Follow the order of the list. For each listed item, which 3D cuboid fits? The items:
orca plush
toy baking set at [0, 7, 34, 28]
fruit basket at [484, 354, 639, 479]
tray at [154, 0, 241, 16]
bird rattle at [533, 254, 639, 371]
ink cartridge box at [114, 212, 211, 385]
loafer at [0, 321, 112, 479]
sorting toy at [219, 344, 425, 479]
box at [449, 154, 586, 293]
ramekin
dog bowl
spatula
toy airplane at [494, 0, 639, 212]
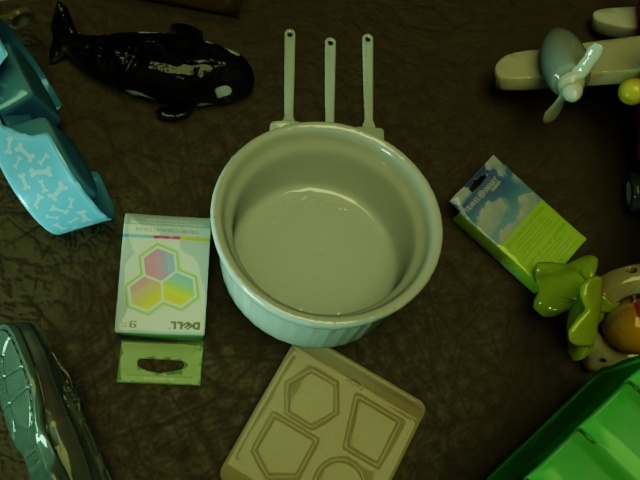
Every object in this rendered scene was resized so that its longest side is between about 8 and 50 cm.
[{"bbox_3d":[-0.232,-0.267,0.971,0.287,0.102,0.151,25,72,-1],"label":"orca plush"},{"bbox_3d":[-0.465,-0.258,0.884,0.256,0.197,0.030,-29,86,-16],"label":"toy baking set"},{"bbox_3d":[0.379,0.361,0.798,0.393,0.283,0.391,1,71,-4],"label":"fruit basket"},{"bbox_3d":[-0.192,-0.550,1.076,0.203,0.076,0.410,9,74,-6],"label":"tray"},{"bbox_3d":[0.415,0.079,0.927,0.254,0.206,0.143,-19,34,1],"label":"bird rattle"},{"bbox_3d":[-0.199,0.074,0.898,0.109,0.062,0.209,4,74,-8],"label":"ink cartridge box"},{"bbox_3d":[-0.311,0.221,0.838,0.084,0.096,0.267,-9,75,-49],"label":"loafer"},{"bbox_3d":[0.005,0.253,0.895,0.193,0.038,0.208,30,76,1],"label":"sorting toy"},{"bbox_3d":[0.275,-0.023,1.008,0.178,0.042,0.109,43,72,5],"label":"box"},{"bbox_3d":[0.000,0.000,0.891,0.278,0.135,0.277,4,62,-8],"label":"ramekin"},{"bbox_3d":[-0.363,-0.137,0.889,0.074,0.166,0.297,-30,80,-4],"label":"dog bowl"},{"bbox_3d":[0.010,-0.203,1.033,0.168,0.019,0.241,2,74,-7],"label":"spatula"},{"bbox_3d":[0.504,-0.251,0.986,0.386,0.272,0.384,-43,66,-5],"label":"toy airplane"}]
